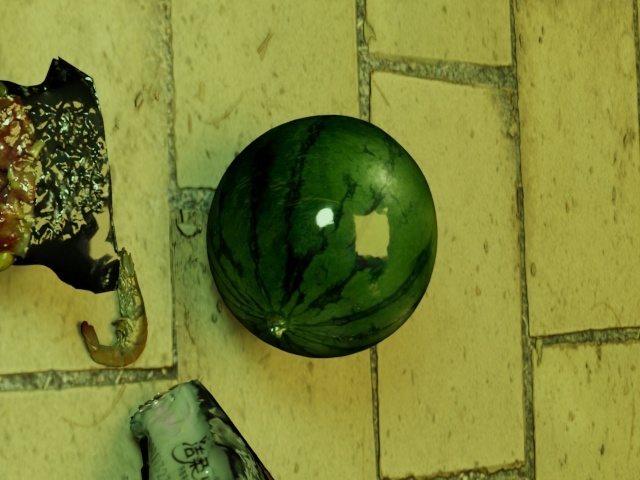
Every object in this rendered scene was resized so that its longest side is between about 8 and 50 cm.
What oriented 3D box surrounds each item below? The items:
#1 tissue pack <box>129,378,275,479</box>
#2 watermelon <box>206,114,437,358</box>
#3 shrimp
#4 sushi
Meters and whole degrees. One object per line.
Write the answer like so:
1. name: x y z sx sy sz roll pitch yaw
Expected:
1. tissue pack: -0.060 0.312 1.776 0.332 0.123 0.245 55 3 -35
2. watermelon: 0.001 -0.004 1.846 0.242 0.242 0.242 6 83 -52
3. shrimp: -0.196 0.065 1.758 0.083 0.023 0.114 -8 97 -50
4. sushi: -0.269 -0.054 1.577 0.150 0.153 0.172 -10 118 -35
